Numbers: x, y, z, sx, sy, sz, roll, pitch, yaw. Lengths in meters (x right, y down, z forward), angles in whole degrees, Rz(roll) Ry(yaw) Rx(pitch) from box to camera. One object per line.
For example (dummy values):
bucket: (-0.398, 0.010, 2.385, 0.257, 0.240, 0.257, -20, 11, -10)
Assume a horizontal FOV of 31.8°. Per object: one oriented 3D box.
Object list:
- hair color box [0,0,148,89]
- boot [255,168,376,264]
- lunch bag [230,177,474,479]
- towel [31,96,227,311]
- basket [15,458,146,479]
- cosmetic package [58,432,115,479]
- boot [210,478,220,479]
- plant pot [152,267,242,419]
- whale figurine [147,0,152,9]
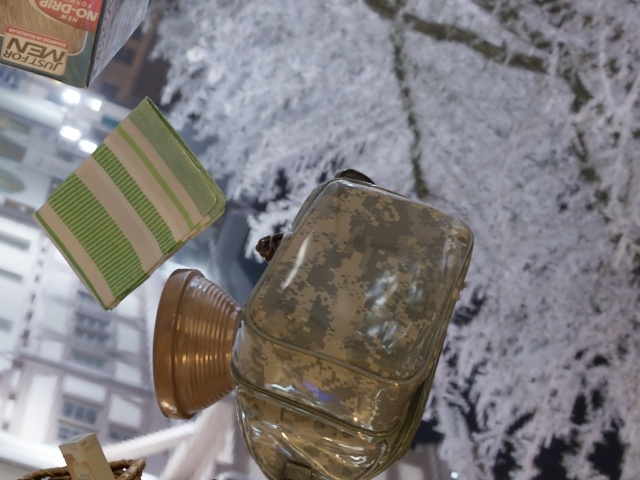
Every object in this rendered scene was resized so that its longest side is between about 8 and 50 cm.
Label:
hair color box: (-0.253, -0.245, 1.021, 0.347, 0.173, 0.105, -92, -162, -69)
boot: (0.000, 0.000, 1.750, 0.229, 0.263, 0.091, -7, -130, 26)
lunch bag: (0.031, 0.115, 1.272, 0.305, 0.212, 0.256, -63, 172, -47)
towel: (-0.345, -0.057, 2.011, 0.325, 0.248, 0.038, -41, 174, 20)
basket: (-0.492, 0.506, 2.042, 0.299, 0.213, 0.223, -10, -110, 30)
cosmetic package: (-0.376, 0.375, 1.831, 0.060, 0.115, 0.041, -17, -171, 42)
boot: (-0.165, 0.463, 1.793, 0.248, 0.090, 0.207, 18, -61, 37)
plant pot: (-0.173, 0.161, 1.742, 0.237, 0.109, 0.237, 1, 90, -81)
whale figurine: (-0.199, -0.416, 1.437, 0.216, 0.141, 0.272, 82, 13, -61)
